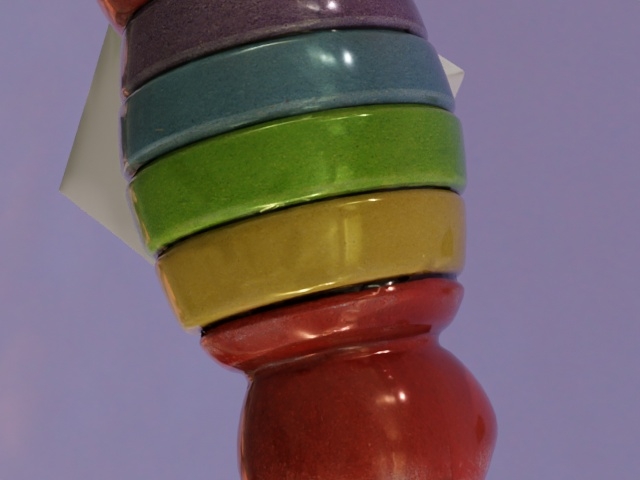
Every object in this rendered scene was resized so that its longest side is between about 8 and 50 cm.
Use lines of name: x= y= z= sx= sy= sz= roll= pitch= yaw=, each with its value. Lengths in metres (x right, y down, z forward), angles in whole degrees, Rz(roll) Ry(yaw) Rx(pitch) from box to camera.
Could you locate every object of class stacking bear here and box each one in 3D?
stacking bear: x=0.000 y=0.000 z=0.772 sx=0.175 sy=0.164 sz=0.289 roll=-20 pitch=-101 yaw=40

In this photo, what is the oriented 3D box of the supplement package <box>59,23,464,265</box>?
supplement package: x=-0.048 y=-0.096 z=1.502 sx=0.175 sy=0.293 sz=0.177 roll=36 pitch=-59 yaw=26
